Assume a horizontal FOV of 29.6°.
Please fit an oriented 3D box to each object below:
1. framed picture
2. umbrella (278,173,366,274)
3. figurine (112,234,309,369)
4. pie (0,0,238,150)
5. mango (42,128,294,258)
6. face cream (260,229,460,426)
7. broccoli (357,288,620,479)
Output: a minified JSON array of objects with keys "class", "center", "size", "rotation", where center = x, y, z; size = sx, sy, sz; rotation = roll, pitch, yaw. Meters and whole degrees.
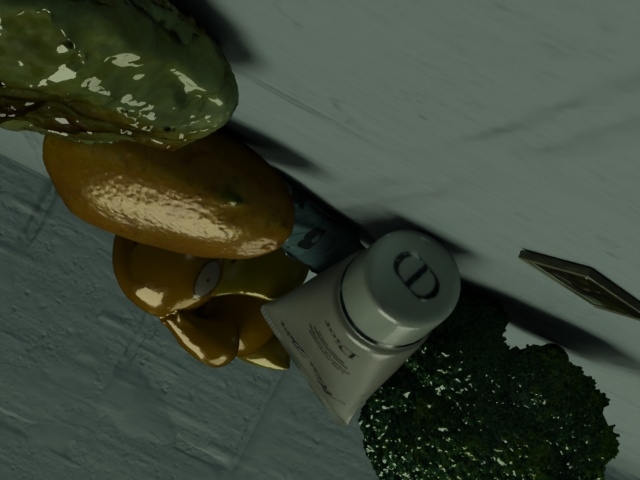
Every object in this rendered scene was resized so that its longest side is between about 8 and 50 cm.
[{"class":"framed picture","center":[0.181,0.033,0.807],"size":[0.089,0.006,0.066],"rotation":[30,172,-35]},{"class":"umbrella","center":[0.002,-0.001,1.085],"size":[0.053,0.052,0.250],"rotation":[-17,151,26]},{"class":"figurine","center":[-0.112,0.036,1.278],"size":[0.215,0.215,0.228],"rotation":[26,161,6]},{"class":"pie","center":[-0.187,-0.099,0.627],"size":[0.306,0.071,0.306],"rotation":[7,179,0]},{"class":"mango","center":[-0.119,-0.046,0.926],"size":[0.227,0.109,0.147],"rotation":[21,168,33]},{"class":"face cream","center":[0.028,0.074,1.054],"size":[0.143,0.089,0.314],"rotation":[53,157,5]},{"class":"broccoli","center":[0.154,0.165,1.132],"size":[0.269,0.261,0.242],"rotation":[-6,-176,34]}]
